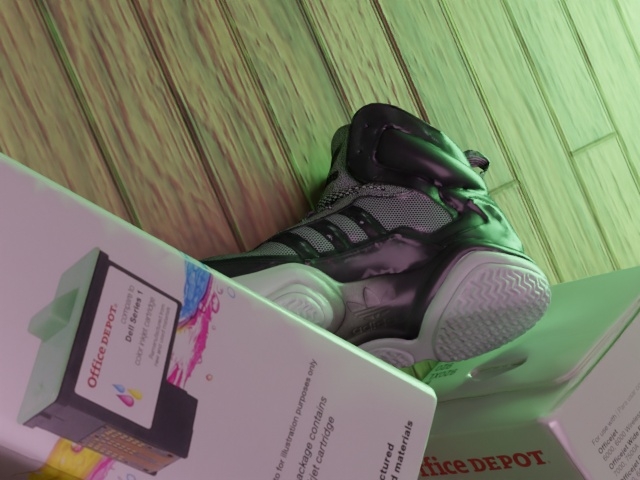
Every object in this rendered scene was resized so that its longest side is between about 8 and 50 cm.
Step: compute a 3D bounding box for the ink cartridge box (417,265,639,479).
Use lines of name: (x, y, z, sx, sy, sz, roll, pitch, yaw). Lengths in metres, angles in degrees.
ink cartridge box: (0.188, 0.159, 0.796, 0.168, 0.171, 0.232, -42, 103, -34)

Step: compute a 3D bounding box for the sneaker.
sneaker: (0.000, 0.000, 0.762, 0.269, 0.101, 0.153, -3, 58, -18)

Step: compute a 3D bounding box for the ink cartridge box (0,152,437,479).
ink cartridge box: (-0.120, 0.076, 0.589, 0.278, 0.201, 0.117, 30, 63, -24)
